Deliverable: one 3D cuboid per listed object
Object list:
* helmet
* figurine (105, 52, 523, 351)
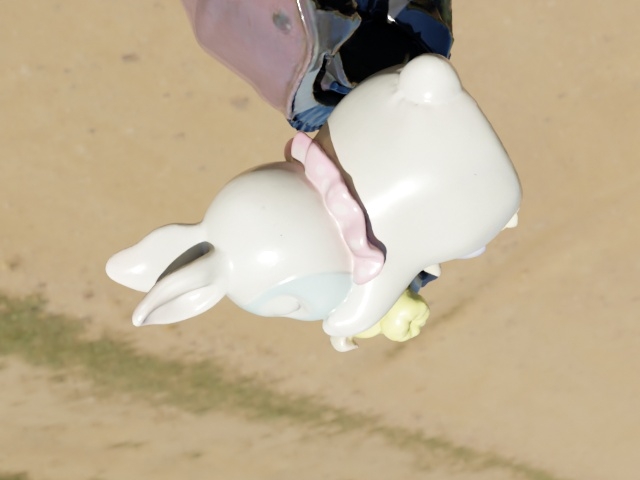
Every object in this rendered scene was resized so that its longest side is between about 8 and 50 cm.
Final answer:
[{"bbox_3d":[0.019,-0.249,0.883,0.271,0.197,0.338,-10,129,-60],"label":"helmet"},{"bbox_3d":[0.000,0.000,0.825,0.235,0.127,0.155,-32,149,-2],"label":"figurine"}]
